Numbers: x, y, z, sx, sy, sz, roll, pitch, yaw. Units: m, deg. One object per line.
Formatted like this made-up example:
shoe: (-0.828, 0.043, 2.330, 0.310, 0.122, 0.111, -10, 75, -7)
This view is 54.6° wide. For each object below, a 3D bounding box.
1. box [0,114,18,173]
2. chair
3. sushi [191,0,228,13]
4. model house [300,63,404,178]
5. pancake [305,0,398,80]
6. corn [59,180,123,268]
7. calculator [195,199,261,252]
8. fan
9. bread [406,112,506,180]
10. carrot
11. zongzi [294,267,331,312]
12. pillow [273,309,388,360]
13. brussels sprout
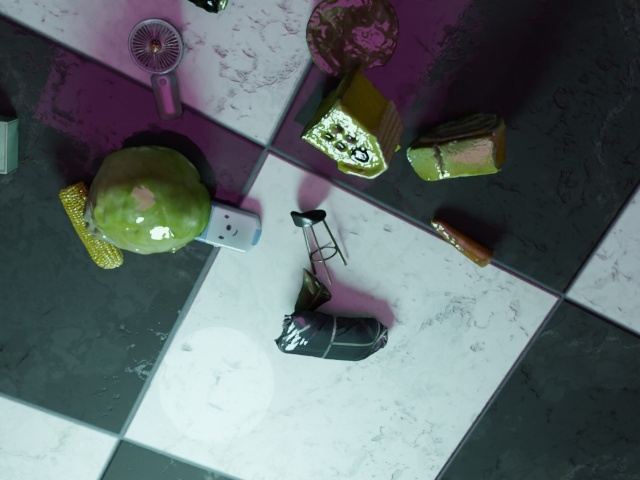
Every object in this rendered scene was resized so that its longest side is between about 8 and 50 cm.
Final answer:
box: (-0.872, -0.250, 1.523, 0.225, 0.086, 0.129, 8, 107, -9)
chair: (-0.001, 0.001, 1.703, 0.095, 0.104, 0.221, -33, 116, -21)
sushi: (-0.227, -0.696, 1.370, 0.171, 0.211, 0.350, 20, 97, -5)
model house: (0.106, -0.278, 1.531, 0.234, 0.193, 0.175, 35, 135, -12)
pancake: (0.081, -0.515, 1.551, 0.236, 0.042, 0.222, -41, 107, 6)
corn: (-0.600, -0.037, 1.629, 0.081, 0.081, 0.248, -22, 111, 2)
calculator: (-0.264, -0.040, 1.684, 0.210, 0.039, 0.121, 17, 105, -11)
fan: (-0.388, -0.417, 1.520, 0.130, 0.074, 0.244, -9, 111, -3)
bread: (0.354, -0.236, 1.603, 0.257, 0.186, 0.124, -14, 114, 8)
carrot: (0.395, -0.001, 1.760, 0.210, 0.061, 0.061, 33, 103, -12)
zongzi: (-0.062, 0.158, 1.759, 0.154, 0.062, 0.130, -36, 121, 14)
pillow: (0.036, 0.275, 1.777, 0.335, 0.092, 0.161, 13, 124, -23)
brussels sprout: (-0.433, -0.106, 1.548, 0.317, 0.242, 0.273, 2, 125, 1)
